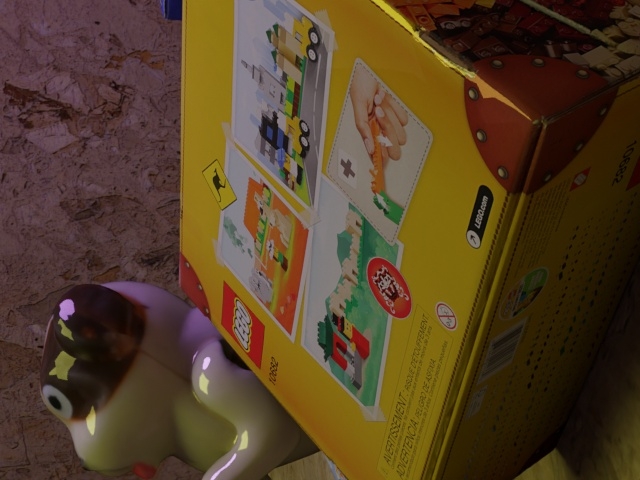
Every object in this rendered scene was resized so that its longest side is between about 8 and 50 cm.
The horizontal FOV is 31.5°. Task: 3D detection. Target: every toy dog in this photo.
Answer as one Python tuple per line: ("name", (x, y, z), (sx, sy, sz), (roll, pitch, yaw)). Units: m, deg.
("toy dog", (-0.097, 0.133, 1.233), (0.284, 0.407, 0.395), (129, 135, -73))

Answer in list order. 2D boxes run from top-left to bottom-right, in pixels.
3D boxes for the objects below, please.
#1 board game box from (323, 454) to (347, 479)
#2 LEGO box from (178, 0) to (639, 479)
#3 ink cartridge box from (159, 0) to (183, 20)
("board game box", (0.026, 0.260, 1.504), (0.211, 0.039, 0.160), (62, 165, 20))
("LEGO box", (0.060, -0.047, 0.932), (0.372, 0.193, 0.500), (46, 147, 30))
("ink cartridge box", (-0.062, -0.375, 1.346), (0.270, 0.395, 0.151), (-108, 18, -54))
